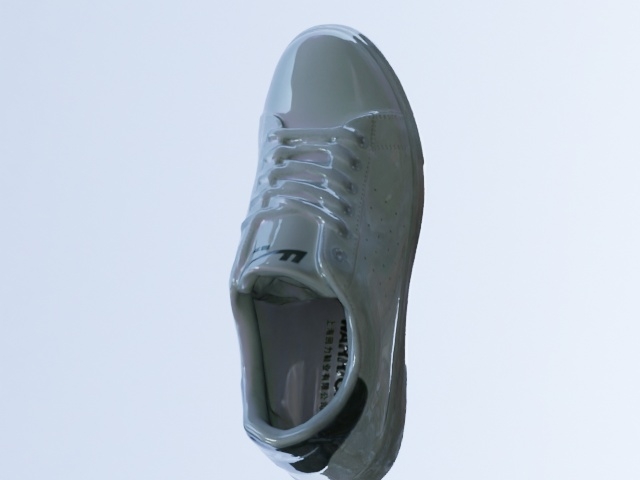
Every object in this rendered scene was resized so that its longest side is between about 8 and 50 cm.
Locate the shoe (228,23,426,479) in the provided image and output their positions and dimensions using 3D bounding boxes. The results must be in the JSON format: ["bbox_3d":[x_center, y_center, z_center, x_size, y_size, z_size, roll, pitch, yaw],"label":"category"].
[{"bbox_3d":[0.000,0.000,0.920,0.110,0.095,0.265,28,-123,-67],"label":"shoe"}]
